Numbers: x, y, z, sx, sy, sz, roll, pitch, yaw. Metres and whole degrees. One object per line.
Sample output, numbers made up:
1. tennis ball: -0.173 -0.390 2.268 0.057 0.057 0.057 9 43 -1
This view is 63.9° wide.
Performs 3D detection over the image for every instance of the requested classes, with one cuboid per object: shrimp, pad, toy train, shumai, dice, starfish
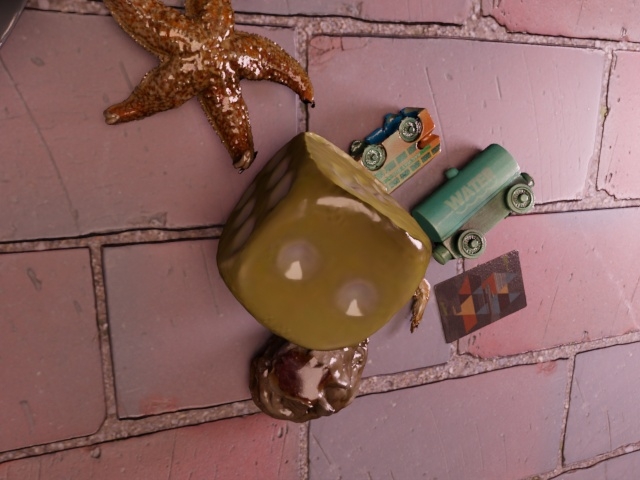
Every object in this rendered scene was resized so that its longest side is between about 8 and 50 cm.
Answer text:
1. shrimp: 0.171 0.123 0.997 0.083 0.023 0.114 11 93 -20
2. pad: 0.339 0.117 1.070 0.211 0.003 0.143 -22 109 -15
3. toy train: 0.287 -0.071 0.966 0.248 0.101 0.159 -39 97 -9
4. shumai: 0.003 0.237 0.868 0.218 0.185 0.184 6 100 -22
5. dice: 0.000 0.000 0.755 0.233 0.238 0.227 37 108 -21
6. toy train: 0.119 -0.150 0.888 0.188 0.072 0.099 -39 120 -8
7. starfish: -0.165 -0.243 0.738 0.312 0.113 0.303 -27 110 -17

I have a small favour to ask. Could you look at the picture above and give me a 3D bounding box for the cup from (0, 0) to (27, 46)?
1. cup: -0.494 -0.333 0.535 0.312 0.205 0.205 32 90 -23
